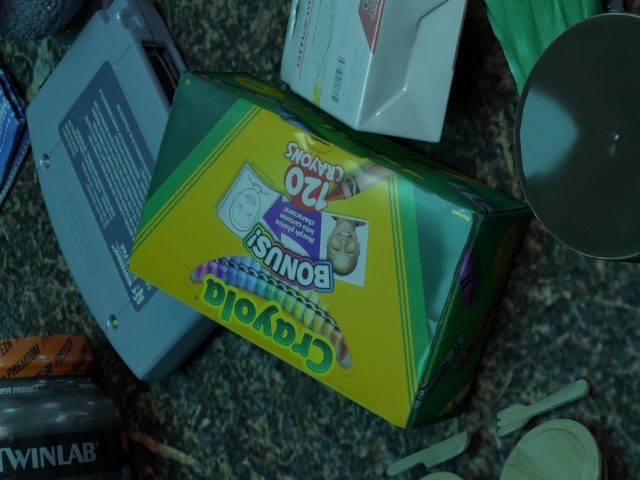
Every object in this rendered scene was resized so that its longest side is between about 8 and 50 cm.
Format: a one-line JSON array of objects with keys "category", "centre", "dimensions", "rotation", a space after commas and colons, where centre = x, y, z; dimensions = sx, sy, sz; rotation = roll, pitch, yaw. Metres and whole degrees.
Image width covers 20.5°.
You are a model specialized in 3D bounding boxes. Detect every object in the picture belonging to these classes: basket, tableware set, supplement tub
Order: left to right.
[{"category": "supplement tub", "centre": [-0.259, 0.258, 1.512], "dimensions": [0.207, 0.207, 0.338], "rotation": [-14, 81, 46]}, {"category": "tableware set", "centre": [0.124, 0.186, 1.214], "dimensions": [0.194, 0.039, 0.128], "rotation": [-29, 44, 37]}, {"category": "basket", "centre": [0.226, -0.055, 0.973], "dimensions": [0.204, 0.227, 0.154], "rotation": [36, 116, 41]}]

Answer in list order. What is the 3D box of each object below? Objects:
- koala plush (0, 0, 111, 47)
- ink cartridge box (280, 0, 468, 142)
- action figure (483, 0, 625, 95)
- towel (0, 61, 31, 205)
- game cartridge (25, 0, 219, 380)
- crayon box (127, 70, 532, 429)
[{"category": "koala plush", "centre": [-0.234, -0.264, 1.497], "dimensions": [0.203, 0.196, 0.221], "rotation": [33, 110, 31]}, {"category": "ink cartridge box", "centre": [0.034, -0.148, 1.266], "dimensions": [0.198, 0.067, 0.115], "rotation": [-139, 58, -66]}, {"category": "action figure", "centre": [0.158, -0.150, 1.164], "dimensions": [0.137, 0.063, 0.232], "rotation": [-34, 63, 40]}, {"category": "towel", "centre": [-0.408, -0.141, 1.789], "dimensions": [0.336, 0.040, 0.243], "rotation": [55, 128, 31]}, {"category": "game cartridge", "centre": [-0.157, -0.040, 1.511], "dimensions": [0.196, 0.060, 0.294], "rotation": [-44, 60, 34]}, {"category": "crayon box", "centre": [0.000, 0.000, 1.284], "dimensions": [0.278, 0.081, 0.165], "rotation": [27, 109, 31]}]
